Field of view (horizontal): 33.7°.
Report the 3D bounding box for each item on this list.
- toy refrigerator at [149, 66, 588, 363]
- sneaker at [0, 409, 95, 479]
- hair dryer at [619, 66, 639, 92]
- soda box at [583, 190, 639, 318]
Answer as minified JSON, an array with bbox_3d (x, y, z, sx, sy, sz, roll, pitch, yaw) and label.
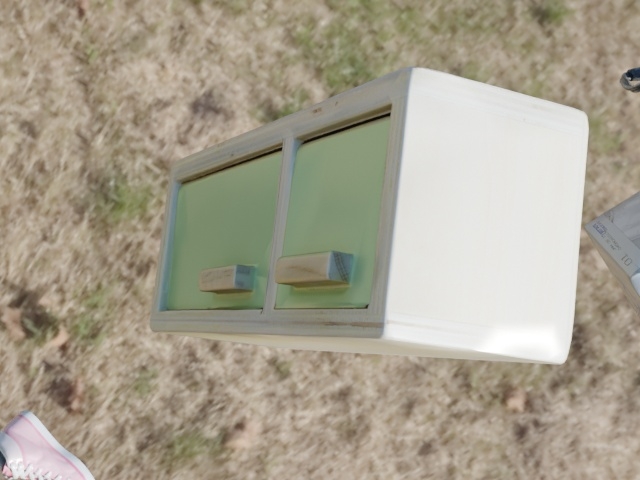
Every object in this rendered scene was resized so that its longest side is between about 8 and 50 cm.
[{"bbox_3d":[0.000,0.000,0.507,0.094,0.269,0.102,11,82,-26],"label":"toy refrigerator"},{"bbox_3d":[-0.319,0.261,1.197,0.134,0.051,0.070,44,45,6],"label":"sneaker"},{"bbox_3d":[0.398,-0.177,0.917,0.223,0.080,0.293,11,21,25],"label":"hair dryer"},{"bbox_3d":[0.275,0.091,0.634,0.286,0.091,0.098,54,9,-17],"label":"soda box"}]
